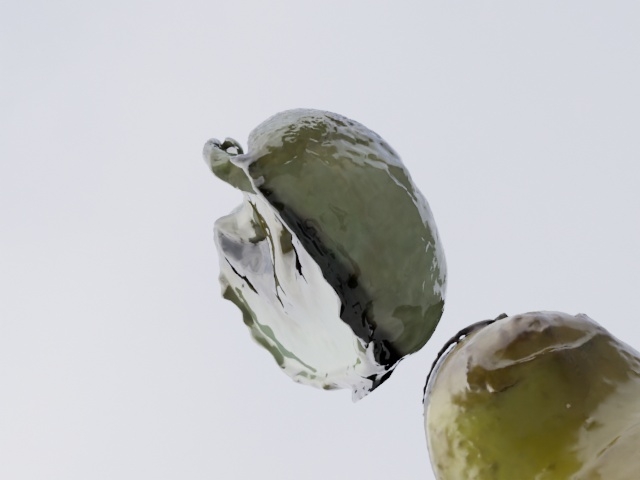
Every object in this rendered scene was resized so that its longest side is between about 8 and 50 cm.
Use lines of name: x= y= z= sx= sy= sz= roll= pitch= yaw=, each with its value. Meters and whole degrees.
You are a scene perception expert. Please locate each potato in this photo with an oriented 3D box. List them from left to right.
potato: x=0.308 y=0.207 z=1.224 sx=0.290 sy=0.296 sz=0.397 roll=-14 pitch=-101 yaw=-32

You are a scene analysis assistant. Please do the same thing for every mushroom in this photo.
mushroom: x=0.002 y=-0.001 z=1.148 sx=0.130 sy=0.247 sz=0.344 roll=-31 pitch=-16 yaw=-15
